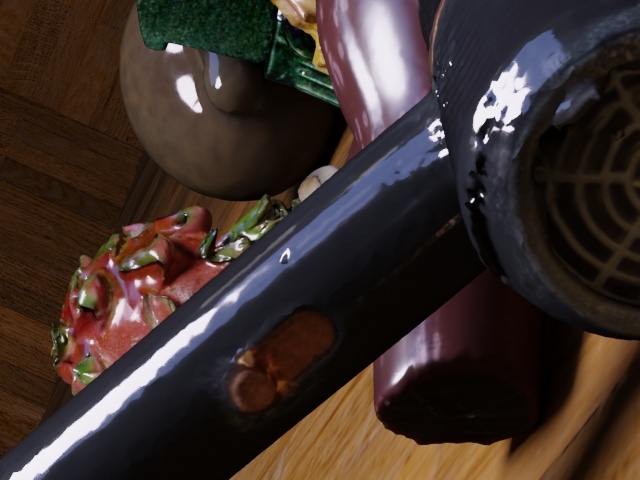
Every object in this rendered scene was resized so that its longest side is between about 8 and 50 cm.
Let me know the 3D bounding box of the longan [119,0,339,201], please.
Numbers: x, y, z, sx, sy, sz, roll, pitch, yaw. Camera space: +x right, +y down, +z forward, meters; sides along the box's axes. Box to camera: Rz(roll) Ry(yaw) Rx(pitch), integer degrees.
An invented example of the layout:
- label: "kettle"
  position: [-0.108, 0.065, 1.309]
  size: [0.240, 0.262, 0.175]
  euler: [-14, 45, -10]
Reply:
- label: "longan"
  position: [-0.068, -0.117, 1.438]
  size: [0.159, 0.185, 0.204]
  euler: [-32, 7, -1]

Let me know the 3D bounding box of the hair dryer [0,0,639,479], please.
- label: "hair dryer"
  position: [-0.005, 0.033, 0.596]
  size: [0.352, 0.107, 0.189]
  euler: [-42, 17, 14]

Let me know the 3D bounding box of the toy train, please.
- label: "toy train"
  position: [-0.016, -0.226, 1.360]
  size: [0.330, 0.178, 0.138]
  euler: [-78, 0, -56]

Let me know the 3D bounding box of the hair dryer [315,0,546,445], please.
- label: "hair dryer"
  position: [0.037, 0.000, 0.862]
  size: [0.340, 0.123, 0.313]
  euler: [108, 170, -55]

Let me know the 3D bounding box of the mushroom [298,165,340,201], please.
- label: "mushroom"
  position: [-0.002, -0.002, 1.222]
  size: [0.068, 0.043, 0.306]
  euler: [-36, 18, 19]

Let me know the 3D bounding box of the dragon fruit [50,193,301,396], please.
- label: "dragon fruit"
  position: [-0.097, 0.037, 1.427]
  size: [0.236, 0.135, 0.137]
  euler: [-43, 13, 8]

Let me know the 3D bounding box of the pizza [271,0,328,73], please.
- label: "pizza"
  position: [0.002, -0.194, 1.120]
  size: [0.081, 0.289, 0.229]
  euler: [-11, 90, 41]
